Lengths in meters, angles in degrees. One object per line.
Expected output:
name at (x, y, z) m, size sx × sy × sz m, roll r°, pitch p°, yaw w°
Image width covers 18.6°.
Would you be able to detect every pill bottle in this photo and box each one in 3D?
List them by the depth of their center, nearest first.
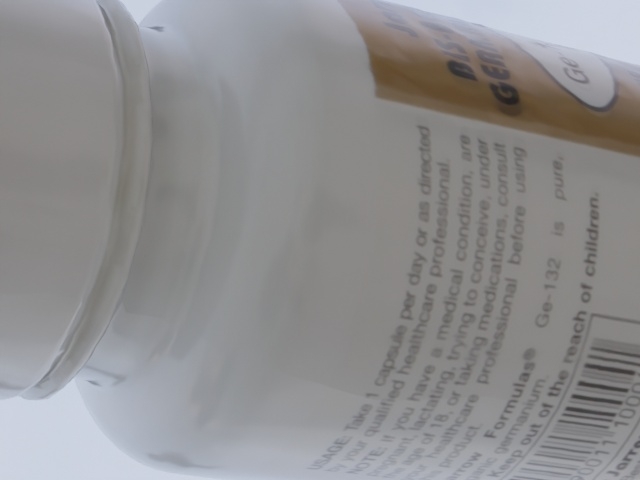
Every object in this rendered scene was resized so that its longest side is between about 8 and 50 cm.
pill bottle at (0.000, 0.000, 0.512) m, size 0.229 × 0.131 × 0.131 m, roll 10°, pitch -88°, yaw -28°
